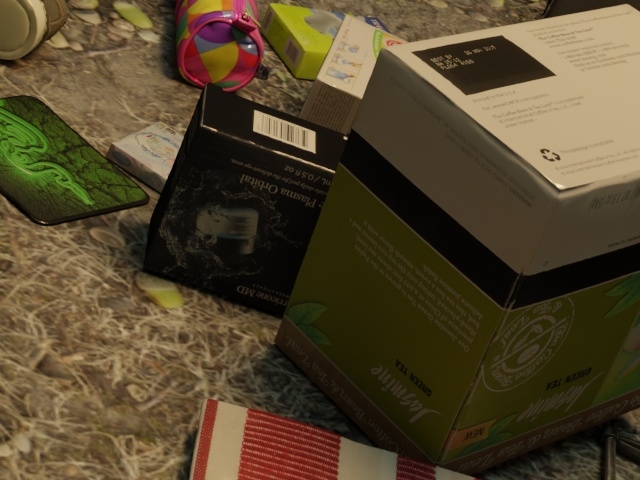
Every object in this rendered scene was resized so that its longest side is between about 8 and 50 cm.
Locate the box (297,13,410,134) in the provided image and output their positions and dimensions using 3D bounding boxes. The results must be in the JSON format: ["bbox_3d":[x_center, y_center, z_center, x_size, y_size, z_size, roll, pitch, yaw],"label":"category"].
[{"bbox_3d":[0.038,-0.144,2.048,0.103,0.114,0.203,24,27,-2],"label":"box"}]

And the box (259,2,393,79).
[{"bbox_3d":[0.029,-0.227,2.257,0.178,0.042,0.109,3,35,-33],"label":"box"}]

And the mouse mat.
[{"bbox_3d":[-0.269,-0.079,1.809,0.190,0.007,0.153,39,31,26],"label":"mouse mat"}]

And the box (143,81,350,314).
[{"bbox_3d":[-0.061,-0.034,1.733,0.156,0.158,0.093,19,28,-10],"label":"box"}]

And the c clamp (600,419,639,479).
[{"bbox_3d":[0.278,0.213,1.733,0.137,0.022,0.160,25,26,-10],"label":"c clamp"}]

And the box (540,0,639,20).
[{"bbox_3d":[0.570,-0.322,2.589,0.480,0.297,0.471,26,30,1],"label":"box"}]

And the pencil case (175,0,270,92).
[{"bbox_3d":[-0.112,-0.254,2.134,0.104,0.104,0.236,16,29,-17],"label":"pencil case"}]

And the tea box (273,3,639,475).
[{"bbox_3d":[0.183,-0.002,1.671,0.329,0.323,0.220,-15,47,-41],"label":"tea box"}]

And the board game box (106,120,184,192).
[{"bbox_3d":[-0.149,-0.077,1.884,0.090,0.020,0.090,34,29,15],"label":"board game box"}]

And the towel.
[{"bbox_3d":[0.049,0.247,1.477,0.329,0.037,0.237,19,31,-8],"label":"towel"}]

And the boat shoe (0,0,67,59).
[{"bbox_3d":[-0.398,-0.296,1.975,0.305,0.109,0.091,35,29,6],"label":"boat shoe"}]
